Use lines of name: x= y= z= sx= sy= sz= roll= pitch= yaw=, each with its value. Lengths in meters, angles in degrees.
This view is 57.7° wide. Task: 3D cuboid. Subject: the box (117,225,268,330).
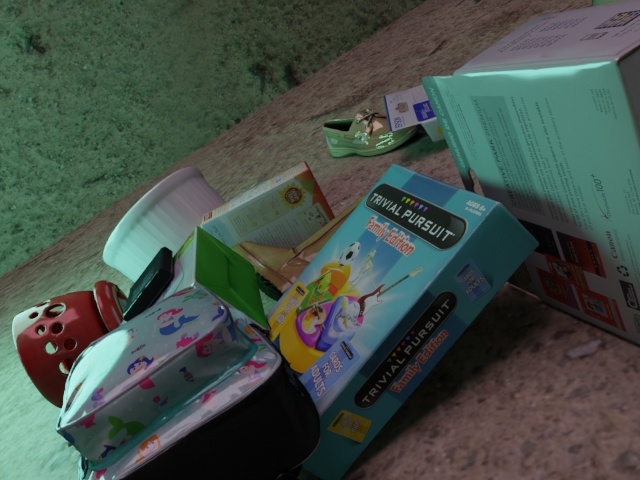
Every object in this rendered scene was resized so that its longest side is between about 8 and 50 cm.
box: x=-0.202 y=0.134 z=0.858 sx=0.231 sy=0.126 sz=0.262 roll=-50 pitch=19 yaw=7

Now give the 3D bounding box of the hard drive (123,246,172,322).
hard drive: x=-0.260 y=0.064 z=0.884 sx=0.094 sy=0.022 sz=0.135 roll=-53 pitch=19 yaw=2

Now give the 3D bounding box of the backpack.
backpack: x=-0.143 y=0.164 z=0.604 sx=0.225 sy=0.191 sz=0.253 roll=-33 pitch=13 yaw=-11

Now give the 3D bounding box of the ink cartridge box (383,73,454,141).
ink cartridge box: x=0.309 y=-0.323 z=1.366 sx=0.307 sy=0.072 sz=0.304 roll=-18 pitch=26 yaw=13

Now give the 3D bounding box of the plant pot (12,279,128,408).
plant pot: x=-0.417 y=0.175 z=1.036 sx=0.174 sy=0.191 sz=0.191 roll=-28 pitch=23 yaw=-7

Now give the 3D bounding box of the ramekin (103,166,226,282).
ramekin: x=-0.311 y=-0.011 z=1.240 sx=0.277 sy=0.135 sz=0.277 roll=-48 pitch=-3 yaw=-3

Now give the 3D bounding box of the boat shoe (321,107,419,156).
boat shoe: x=0.116 y=-0.281 z=1.484 sx=0.109 sy=0.098 sz=0.302 roll=-43 pitch=27 yaw=-29

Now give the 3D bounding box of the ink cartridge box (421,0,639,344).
ink cartridge box: x=0.273 y=-0.067 z=0.599 sx=0.130 sy=0.309 sz=0.272 roll=-34 pitch=24 yaw=-12

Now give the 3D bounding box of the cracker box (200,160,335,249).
cracker box: x=-0.093 y=-0.029 z=1.129 sx=0.232 sy=0.156 sz=0.067 roll=-27 pitch=23 yaw=2

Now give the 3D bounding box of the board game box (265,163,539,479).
board game box: x=0.057 y=0.075 z=0.708 sx=0.336 sy=0.079 sz=0.254 roll=-50 pitch=25 yaw=1

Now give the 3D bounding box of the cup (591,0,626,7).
cup: x=0.501 y=-0.219 z=0.718 sx=0.331 sy=0.331 sz=0.237 roll=-3 pitch=61 yaw=45

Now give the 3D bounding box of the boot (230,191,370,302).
boot: x=0.000 y=0.000 z=1.050 sx=0.269 sy=0.089 sz=0.236 roll=-38 pitch=42 yaw=-18
